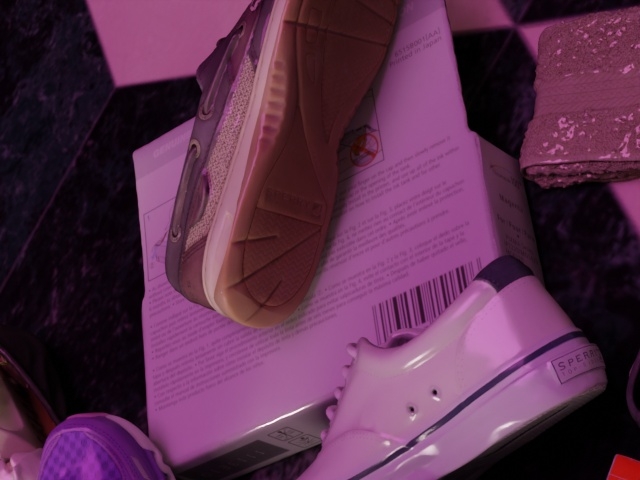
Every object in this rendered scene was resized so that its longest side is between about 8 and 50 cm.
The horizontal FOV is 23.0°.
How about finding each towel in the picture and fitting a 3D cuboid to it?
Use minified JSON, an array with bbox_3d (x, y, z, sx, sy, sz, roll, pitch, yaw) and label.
[{"bbox_3d":[0.182,-0.086,0.894,0.148,0.027,0.110,-4,68,40],"label":"towel"}]

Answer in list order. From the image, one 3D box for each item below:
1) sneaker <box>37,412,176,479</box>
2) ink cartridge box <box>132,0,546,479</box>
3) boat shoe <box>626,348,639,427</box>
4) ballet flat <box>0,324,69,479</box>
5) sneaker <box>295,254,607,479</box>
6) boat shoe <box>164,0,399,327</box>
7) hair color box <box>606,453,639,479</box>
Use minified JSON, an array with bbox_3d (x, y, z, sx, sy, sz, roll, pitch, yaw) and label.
[{"bbox_3d":[-0.140,0.222,0.941,0.095,0.104,0.237,-4,85,21],"label":"sneaker"},{"bbox_3d":[0.000,0.000,0.993,0.275,0.060,0.239,-26,55,30],"label":"ink cartridge box"},{"bbox_3d":[0.219,0.015,0.788,0.075,0.065,0.206,31,92,45],"label":"boat shoe"},{"bbox_3d":[-0.203,0.157,1.075,0.095,0.096,0.280,-50,47,10],"label":"ballet flat"},{"bbox_3d":[0.045,0.097,0.861,0.258,0.094,0.091,-39,69,35],"label":"sneaker"},{"bbox_3d":[-0.029,-0.092,0.950,0.092,0.103,0.285,12,86,38],"label":"boat shoe"},{"bbox_3d":[0.152,0.182,0.767,0.043,0.072,0.141,17,84,43],"label":"hair color box"}]
